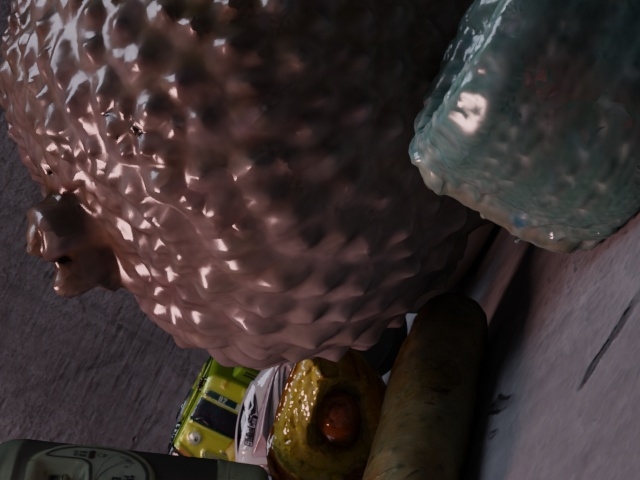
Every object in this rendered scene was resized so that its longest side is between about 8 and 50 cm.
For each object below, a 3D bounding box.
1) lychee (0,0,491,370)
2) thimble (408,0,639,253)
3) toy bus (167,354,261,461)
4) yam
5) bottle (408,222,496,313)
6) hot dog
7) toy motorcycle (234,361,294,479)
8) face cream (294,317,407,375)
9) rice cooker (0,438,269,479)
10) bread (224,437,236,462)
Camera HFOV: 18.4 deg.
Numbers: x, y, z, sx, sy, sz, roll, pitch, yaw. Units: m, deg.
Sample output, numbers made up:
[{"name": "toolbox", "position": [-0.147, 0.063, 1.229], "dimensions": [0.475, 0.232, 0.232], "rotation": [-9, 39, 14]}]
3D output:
[{"name": "lychee", "position": [-0.036, -0.105, 1.443], "dimensions": [0.432, 0.380, 0.380], "rotation": [-37, -5, -20]}, {"name": "thimble", "position": [0.156, -0.106, 1.226], "dimensions": [0.198, 0.143, 0.235], "rotation": [-74, 10, -70]}, {"name": "toy bus", "position": [-0.103, 0.210, 2.458], "dimensions": [0.150, 0.128, 0.262], "rotation": [-62, 4, 11]}, {"name": "yam", "position": [0.071, 0.127, 1.332], "dimensions": [0.071, 0.067, 0.317], "rotation": [-35, 15, 23]}, {"name": "bottle", "position": [0.104, -0.066, 1.649], "dimensions": [0.236, 0.147, 0.147], "rotation": [-52, 9, 25]}, {"name": "hot dog", "position": [0.014, 0.163, 1.608], "dimensions": [0.123, 0.093, 0.261], "rotation": [-57, -13, -14]}, {"name": "toy motorcycle", "position": [-0.028, 0.177, 1.900], "dimensions": [0.254, 0.112, 0.112], "rotation": [-63, 4, -9]}, {"name": "face cream", "position": [0.017, 0.076, 1.712], "dimensions": [0.101, 0.101, 0.252], "rotation": [-63, -8, -1]}, {"name": "rice cooker", "position": [-0.157, 0.302, 1.568], "dimensions": [0.288, 0.277, 0.288], "rotation": [-173, 90, -89]}, {"name": "bread", "position": [-0.040, 0.203, 2.005], "dimensions": [0.090, 0.094, 0.035], "rotation": [-54, 50, 56]}]
